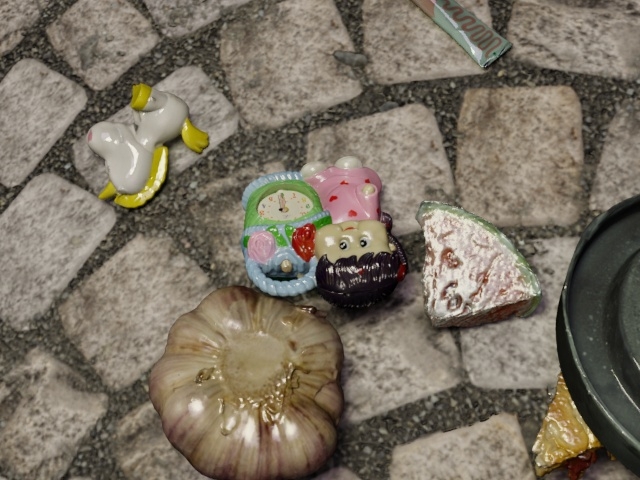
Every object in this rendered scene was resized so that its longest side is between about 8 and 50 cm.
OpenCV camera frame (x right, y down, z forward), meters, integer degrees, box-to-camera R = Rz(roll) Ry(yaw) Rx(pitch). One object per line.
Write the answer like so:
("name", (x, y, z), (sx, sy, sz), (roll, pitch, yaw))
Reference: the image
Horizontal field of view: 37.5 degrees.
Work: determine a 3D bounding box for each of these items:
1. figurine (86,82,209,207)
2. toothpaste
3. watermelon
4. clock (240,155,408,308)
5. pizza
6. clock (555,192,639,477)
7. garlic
("figurine", (-0.251, -0.130, 1.301), (0.129, 0.109, 0.178), (44, 84, 1))
("toothpaste", (0.177, -0.320, 1.326), (0.056, 0.036, 0.205), (-41, 71, -9))
("watermelon", (0.173, 0.045, 1.162), (0.187, 0.071, 0.139), (41, 87, 14))
("clock", (0.000, 0.000, 1.156), (0.194, 0.100, 0.195), (-11, 44, -4))
("pizza", (0.304, 0.199, 1.061), (0.194, 0.069, 0.154), (-40, 69, -17))
("clock", (0.447, 0.110, 1.030), (0.387, 0.076, 0.386), (1, 60, -2))
("garlic", (-0.081, 0.179, 1.108), (0.245, 0.160, 0.244), (4, 54, -5))
